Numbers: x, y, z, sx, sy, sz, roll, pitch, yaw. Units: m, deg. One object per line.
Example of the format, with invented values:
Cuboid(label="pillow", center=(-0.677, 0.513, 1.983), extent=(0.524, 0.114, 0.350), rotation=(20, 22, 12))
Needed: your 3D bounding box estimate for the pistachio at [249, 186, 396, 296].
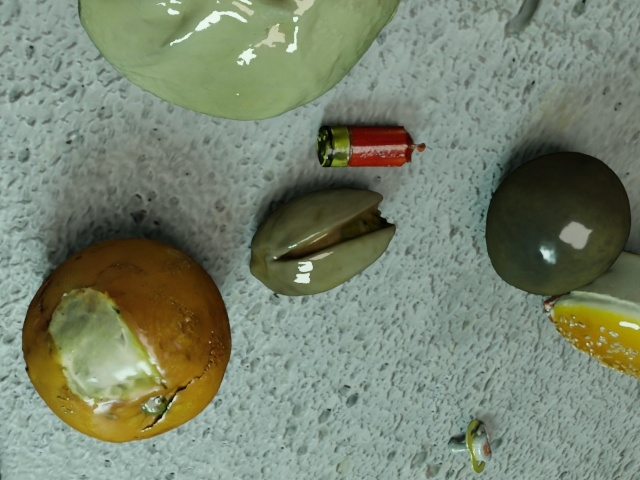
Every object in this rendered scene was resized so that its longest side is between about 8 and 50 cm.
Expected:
Cuboid(label="pistachio", center=(0.000, 0.000, 1.007), extent=(0.185, 0.124, 0.124), rotation=(-20, 121, -8))

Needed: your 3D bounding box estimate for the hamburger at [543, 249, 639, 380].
Cuboid(label="hamburger", center=(0.448, 0.118, 1.107), extent=(0.295, 0.227, 0.151), rotation=(31, 85, -22))

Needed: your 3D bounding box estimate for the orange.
Cuboid(label="orange", center=(-0.220, 0.114, 0.957), extent=(0.240, 0.240, 0.240), rotation=(-5, 119, -9))

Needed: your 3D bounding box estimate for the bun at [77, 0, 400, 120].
Cuboid(label="bun", center=(-0.068, -0.280, 0.784), extent=(0.364, 0.202, 0.364), rotation=(-6, 121, -11))

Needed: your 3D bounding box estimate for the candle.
Cuboid(label="candle", center=(0.063, -0.113, 0.990), extent=(0.131, 0.052, 0.052), rotation=(-3, 119, -13))

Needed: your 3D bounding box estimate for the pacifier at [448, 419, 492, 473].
Cuboid(label="pacifier", center=(0.228, 0.313, 1.270), extent=(0.064, 0.068, 0.083), rotation=(-7, 106, 30))

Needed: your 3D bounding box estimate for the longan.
Cuboid(label="longan", center=(0.290, -0.019, 1.026), extent=(0.168, 0.167, 0.187), rotation=(13, 125, -19))
